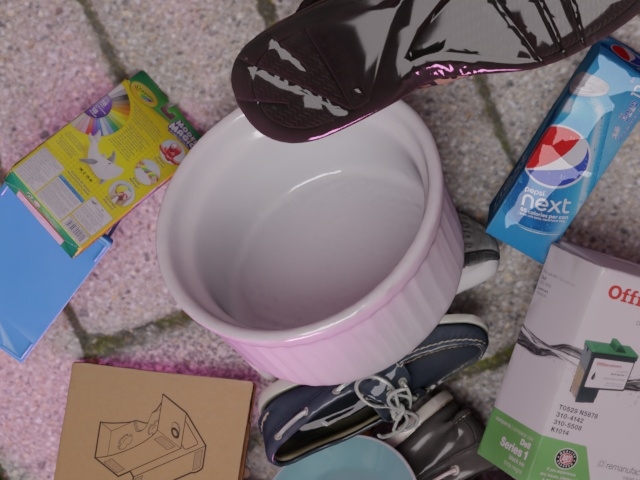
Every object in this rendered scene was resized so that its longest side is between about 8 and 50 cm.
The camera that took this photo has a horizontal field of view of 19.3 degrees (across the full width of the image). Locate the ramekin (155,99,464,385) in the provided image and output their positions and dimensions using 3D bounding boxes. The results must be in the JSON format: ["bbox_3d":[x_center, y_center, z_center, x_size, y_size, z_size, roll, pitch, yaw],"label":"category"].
[{"bbox_3d":[0.000,0.000,1.743,0.277,0.277,0.135,-15,144,16],"label":"ramekin"}]

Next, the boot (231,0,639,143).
[{"bbox_3d":[0.121,-0.224,1.616,0.377,0.284,0.138,-24,106,20],"label":"boot"}]

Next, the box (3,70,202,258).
[{"bbox_3d":[-0.205,-0.077,1.818,0.105,0.179,0.043,49,154,-1],"label":"box"}]

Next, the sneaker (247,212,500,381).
[{"bbox_3d":[0.041,0.053,1.865,0.297,0.111,0.129,-15,129,17],"label":"sneaker"}]

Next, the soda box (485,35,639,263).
[{"bbox_3d":[0.237,-0.087,1.771,0.067,0.071,0.210,29,115,-3],"label":"soda box"}]

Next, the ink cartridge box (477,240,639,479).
[{"bbox_3d":[0.266,0.128,1.778,0.160,0.092,0.219,15,98,-29],"label":"ink cartridge box"}]

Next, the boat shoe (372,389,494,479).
[{"bbox_3d":[0.049,0.296,1.939,0.095,0.112,0.335,47,112,14],"label":"boat shoe"}]

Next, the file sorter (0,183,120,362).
[{"bbox_3d":[-0.290,0.010,1.889,0.118,0.104,0.170,36,114,-6],"label":"file sorter"}]

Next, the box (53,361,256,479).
[{"bbox_3d":[-0.174,0.216,1.946,0.201,0.021,0.164,6,82,16],"label":"box"}]

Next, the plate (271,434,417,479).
[{"bbox_3d":[0.019,0.282,1.856,0.188,0.188,0.024,-21,144,18],"label":"plate"}]

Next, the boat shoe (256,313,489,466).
[{"bbox_3d":[0.053,0.148,1.846,0.255,0.079,0.095,-21,139,13],"label":"boat shoe"}]

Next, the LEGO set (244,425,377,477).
[{"bbox_3d":[-0.055,0.258,1.952,0.287,0.107,0.132,-17,109,17],"label":"LEGO set"}]
